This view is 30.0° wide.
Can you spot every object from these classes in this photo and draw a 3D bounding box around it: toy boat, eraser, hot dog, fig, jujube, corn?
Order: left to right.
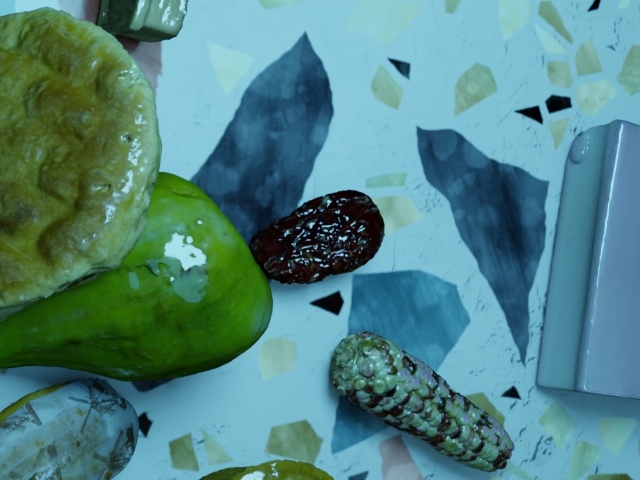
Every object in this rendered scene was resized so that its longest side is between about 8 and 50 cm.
[{"bbox_3d":[-0.294,0.229,1.221,0.268,0.075,0.144,-25,115,-48],"label":"hot dog"},{"bbox_3d":[-0.207,0.058,1.217,0.314,0.233,0.233,-25,102,-31],"label":"fig"},{"bbox_3d":[-0.180,-0.306,1.292,0.061,0.116,0.188,14,87,-32],"label":"toy boat"},{"bbox_3d":[0.002,0.002,1.403,0.166,0.104,0.104,-28,103,-20],"label":"jujube"},{"bbox_3d":[0.126,0.205,1.478,0.280,0.092,0.092,37,74,-27],"label":"corn"},{"bbox_3d":[0.447,0.038,1.625,0.272,0.122,0.359,9,86,-26],"label":"eraser"}]

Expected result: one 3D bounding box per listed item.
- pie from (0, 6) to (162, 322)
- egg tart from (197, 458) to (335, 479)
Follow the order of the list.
[{"bbox_3d":[-0.305,-0.071,1.149,0.339,0.339,0.083,-62,156,-13],"label":"pie"},{"bbox_3d":[-0.070,0.339,1.325,0.215,0.171,0.215,-1,91,-27],"label":"egg tart"}]
